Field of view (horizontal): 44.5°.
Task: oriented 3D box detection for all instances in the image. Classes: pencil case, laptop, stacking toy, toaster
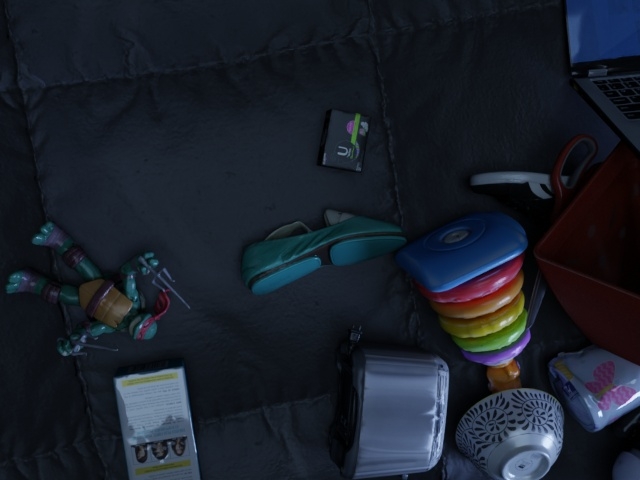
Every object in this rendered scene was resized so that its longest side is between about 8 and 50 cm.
[{"bbox_3d":[0.487,0.180,1.200,0.273,0.113,0.124,-28,53,-4],"label":"pencil case"},{"bbox_3d":[0.571,-0.317,1.102,0.382,0.408,0.236,-7,127,-5],"label":"laptop"},{"bbox_3d":[0.246,0.122,1.152,0.166,0.175,0.302,-25,109,-7],"label":"stacking toy"},{"bbox_3d":[0.098,0.237,1.141,0.146,0.129,0.227,4,92,-13],"label":"toaster"}]

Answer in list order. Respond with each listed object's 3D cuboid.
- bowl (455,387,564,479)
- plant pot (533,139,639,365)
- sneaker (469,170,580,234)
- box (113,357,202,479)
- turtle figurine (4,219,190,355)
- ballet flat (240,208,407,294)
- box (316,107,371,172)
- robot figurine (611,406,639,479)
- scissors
[{"bbox_3d":[0.294,0.308,1.162,0.170,0.080,0.170,-4,125,-6],"label":"bowl"},{"bbox_3d":[0.488,0.048,1.074,0.267,0.267,0.235,-47,138,-20],"label":"plant pot"},{"bbox_3d":[0.328,-0.040,1.172,0.217,0.079,0.121,2,92,-10],"label":"sneaker"},{"bbox_3d":[-0.229,0.300,1.130,0.100,0.060,0.244,-8,96,-7],"label":"box"},{"bbox_3d":[-0.303,0.081,1.074,0.234,0.118,0.175,31,75,6],"label":"turtle figurine"},{"bbox_3d":[0.000,0.000,1.129,0.247,0.083,0.087,-18,64,-6],"label":"ballet flat"},{"bbox_3d":[0.034,-0.144,1.135,0.062,0.052,0.083,9,95,-9],"label":"box"},{"bbox_3d":[0.580,0.333,1.198,0.278,0.209,0.173,-44,120,-4],"label":"robot figurine"},{"bbox_3d":[0.334,-0.020,1.119,0.109,0.021,0.297,40,75,-15],"label":"scissors"}]
